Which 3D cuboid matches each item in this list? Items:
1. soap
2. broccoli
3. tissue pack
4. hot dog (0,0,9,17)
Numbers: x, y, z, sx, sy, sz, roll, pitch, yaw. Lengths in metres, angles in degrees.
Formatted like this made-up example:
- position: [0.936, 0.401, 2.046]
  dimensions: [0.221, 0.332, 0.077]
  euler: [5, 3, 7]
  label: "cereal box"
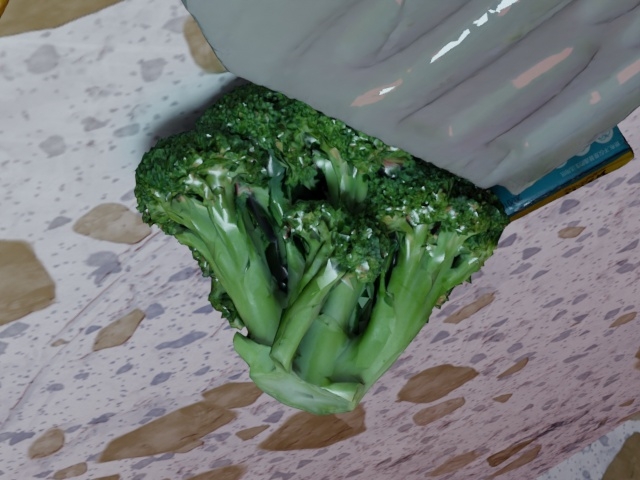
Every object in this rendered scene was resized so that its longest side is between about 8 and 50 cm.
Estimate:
- position: [0.077, -0.226, 0.739]
  dimensions: [0.350, 0.213, 0.435]
  euler: [-35, 151, 25]
  label: "soap"
- position: [0.000, 0.000, 1.060]
  dimensions: [0.308, 0.275, 0.308]
  euler: [13, 148, 8]
  label: "broccoli"
- position: [0.179, -0.086, 1.182]
  dimensions: [0.169, 0.120, 0.082]
  euler: [-29, 170, 9]
  label: "tissue pack"
- position: [-0.243, -0.135, 0.792]
  dimensions: [0.102, 0.076, 0.249]
  euler: [2, 145, -36]
  label: "hot dog"
